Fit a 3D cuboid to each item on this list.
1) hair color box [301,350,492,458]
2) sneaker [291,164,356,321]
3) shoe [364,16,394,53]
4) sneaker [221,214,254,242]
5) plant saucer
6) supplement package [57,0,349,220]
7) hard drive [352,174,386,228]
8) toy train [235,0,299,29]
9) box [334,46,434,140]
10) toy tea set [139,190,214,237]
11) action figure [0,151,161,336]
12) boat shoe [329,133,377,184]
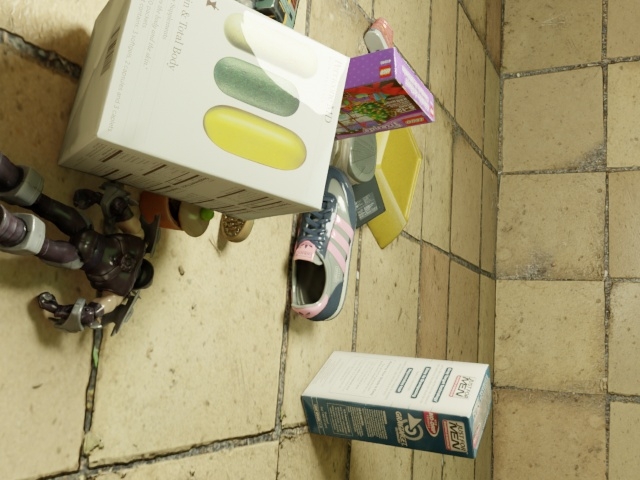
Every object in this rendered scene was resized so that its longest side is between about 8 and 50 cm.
[{"bbox_3d":[0.156,0.324,1.265,0.174,0.347,0.105,-44,128,-54],"label":"hair color box"},{"bbox_3d":[0.000,0.000,1.227,0.131,0.112,0.319,14,76,-65],"label":"sneaker"},{"bbox_3d":[0.172,-0.486,1.618,0.178,0.063,0.081,60,44,-37],"label":"shoe"},{"bbox_3d":[-0.110,-0.078,1.063,0.086,0.064,0.192,35,56,-52],"label":"sneaker"},{"bbox_3d":[0.178,-0.201,1.610,0.333,0.080,0.333,56,43,-47],"label":"plant saucer"},{"bbox_3d":[-0.139,-0.156,0.745,0.262,0.198,0.200,17,79,-31],"label":"supplement package"},{"bbox_3d":[0.095,-0.103,1.451,0.094,0.022,0.135,-31,127,-12],"label":"hard drive"},{"bbox_3d":[-0.094,-0.498,1.046,0.190,0.142,0.334,56,39,-65],"label":"toy train"},{"bbox_3d":[0.030,-0.238,1.091,0.201,0.293,0.057,19,68,-61],"label":"box"},{"bbox_3d":[-0.170,-0.175,0.888,0.200,0.124,0.336,-12,100,-62],"label":"toy tea set"},{"bbox_3d":[-0.281,0.001,0.710,0.285,0.099,0.186,47,42,-57],"label":"action figure"},{"bbox_3d":[0.072,-0.264,1.407,0.118,0.103,0.321,27,59,-39],"label":"boat shoe"}]
